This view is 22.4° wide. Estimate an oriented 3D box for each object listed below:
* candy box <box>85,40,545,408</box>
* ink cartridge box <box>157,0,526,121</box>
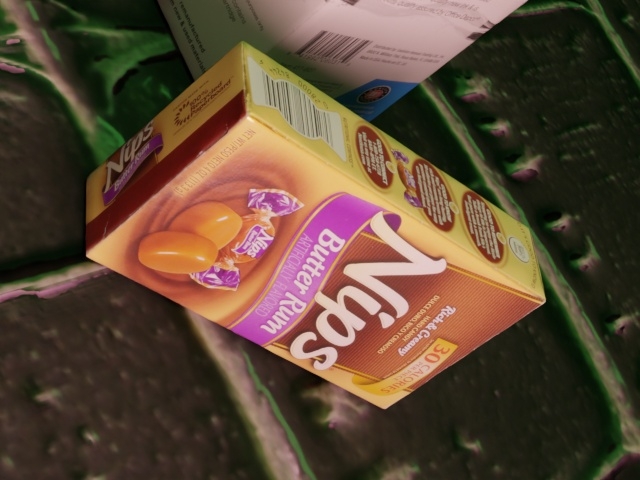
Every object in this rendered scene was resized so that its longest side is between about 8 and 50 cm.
[{"bbox_3d":[0.000,0.000,0.733,0.186,0.109,0.053,29,38,-34],"label":"candy box"},{"bbox_3d":[0.037,-0.152,0.847,0.148,0.203,0.086,2,57,-53],"label":"ink cartridge box"}]
